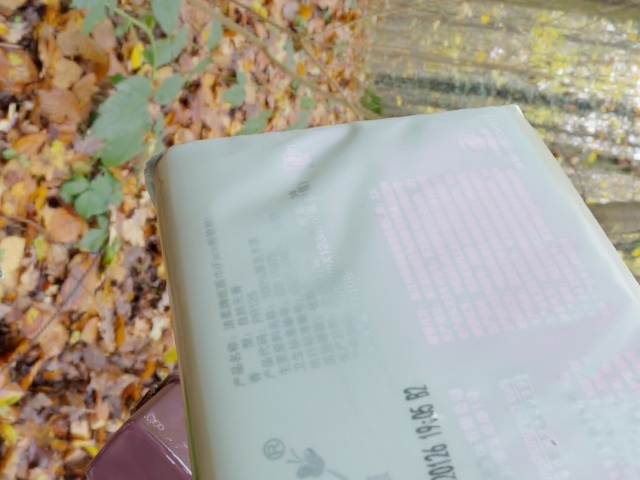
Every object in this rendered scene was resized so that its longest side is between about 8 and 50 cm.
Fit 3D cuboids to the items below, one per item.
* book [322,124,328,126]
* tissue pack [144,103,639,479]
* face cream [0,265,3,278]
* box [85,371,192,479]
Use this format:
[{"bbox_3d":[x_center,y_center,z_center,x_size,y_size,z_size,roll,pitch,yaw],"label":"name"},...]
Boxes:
[{"bbox_3d":[0.000,0.000,0.972,0.201,0.026,0.290,39,62,-80],"label":"book"},{"bbox_3d":[0.067,0.112,0.499,0.205,0.331,0.405,93,-16,-52],"label":"tissue pack"},{"bbox_3d":[-0.488,-0.013,0.793,0.084,0.341,0.138,-20,102,-60],"label":"face cream"},{"bbox_3d":[-0.228,0.388,1.139,0.193,0.294,0.167,-48,174,24],"label":"box"}]
